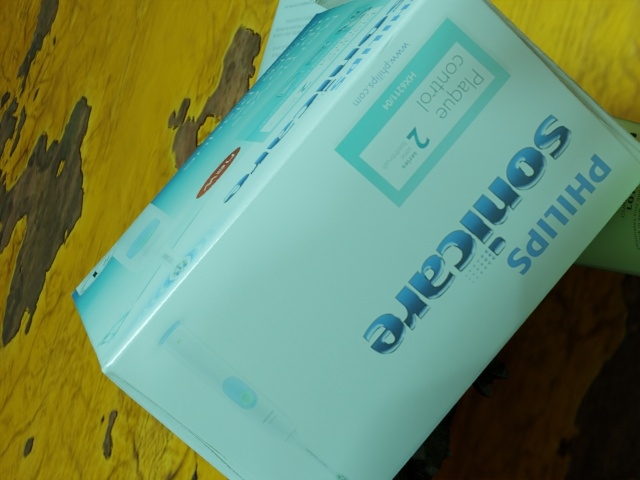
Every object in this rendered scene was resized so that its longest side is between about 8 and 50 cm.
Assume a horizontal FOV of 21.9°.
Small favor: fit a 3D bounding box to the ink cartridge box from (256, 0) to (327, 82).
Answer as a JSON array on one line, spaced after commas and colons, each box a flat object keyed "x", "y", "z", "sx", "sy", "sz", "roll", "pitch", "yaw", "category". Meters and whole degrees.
[{"x": 0.029, "y": -0.147, "z": 1.049, "sx": 0.165, "sy": 0.065, "sz": 0.333, "roll": 9, "pitch": 82, "yaw": 64, "category": "ink cartridge box"}]

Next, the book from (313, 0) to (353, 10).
[{"x": 0.016, "y": -0.212, "z": 1.015, "sx": 0.096, "sy": 0.035, "sz": 0.144, "roll": -56, "pitch": 29, "yaw": 23, "category": "book"}]

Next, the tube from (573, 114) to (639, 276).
[{"x": 0.141, "y": -0.018, "z": 0.761, "sx": 0.070, "sy": 0.062, "sz": 0.240, "roll": -30, "pitch": 16, "yaw": -12, "category": "tube"}]

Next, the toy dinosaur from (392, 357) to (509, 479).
[{"x": 0.015, "y": 0.135, "z": 0.844, "sx": 0.160, "sy": 0.121, "sz": 0.313, "roll": -22, "pitch": 58, "yaw": 42, "category": "toy dinosaur"}]

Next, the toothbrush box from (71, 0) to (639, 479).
[{"x": 0.000, "y": 0.000, "z": 0.792, "sx": 0.216, "sy": 0.126, "sz": 0.295, "roll": -49, "pitch": 12, "yaw": -3, "category": "toothbrush box"}]
